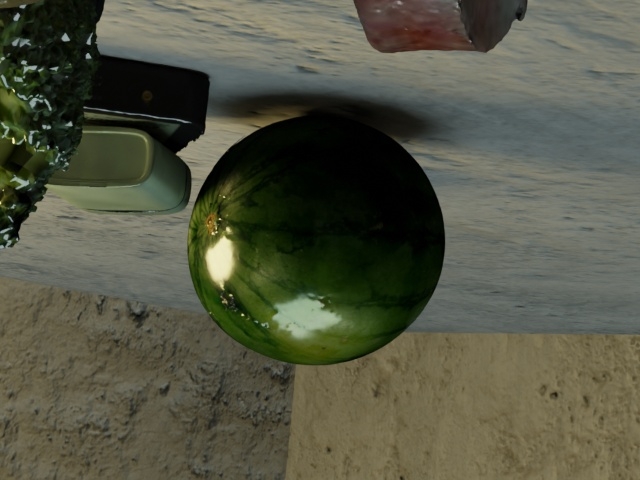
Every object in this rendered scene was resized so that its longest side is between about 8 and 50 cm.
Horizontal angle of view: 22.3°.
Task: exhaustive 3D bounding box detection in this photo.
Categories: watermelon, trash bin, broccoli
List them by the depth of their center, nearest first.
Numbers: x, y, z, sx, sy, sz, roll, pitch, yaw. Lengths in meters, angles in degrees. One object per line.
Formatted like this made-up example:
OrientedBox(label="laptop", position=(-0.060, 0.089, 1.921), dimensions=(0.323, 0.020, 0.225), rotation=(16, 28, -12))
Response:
OrientedBox(label="broccoli", position=(-0.319, -0.111, 0.992), dimensions=(0.361, 0.221, 0.252), rotation=(6, 174, -2))
OrientedBox(label="trash bin", position=(-0.186, -0.061, 1.460), dimensions=(0.116, 0.059, 0.130), rotation=(1, 171, 10))
OrientedBox(label="watermelon", position=(-0.004, 0.000, 1.529), dimensions=(0.242, 0.242, 0.242), rotation=(5, 172, 1))

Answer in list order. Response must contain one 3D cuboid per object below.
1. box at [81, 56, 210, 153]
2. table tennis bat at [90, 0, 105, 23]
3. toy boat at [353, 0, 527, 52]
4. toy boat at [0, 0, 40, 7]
OrientedBox(label="box", position=(-0.287, -0.129, 1.449), dimensions=(0.350, 0.058, 0.211), rotation=(8, 170, -17))
OrientedBox(label="table tennis bat", position=(-0.275, -0.180, 1.187), dimensions=(0.236, 0.027, 0.150), rotation=(5, 172, 7))
OrientedBox(label="toy boat", position=(-0.035, -0.180, 0.916), dimensions=(0.282, 0.096, 0.206), rotation=(15, 172, 23))
OrientedBox(label="toy boat", position=(-0.177, -0.182, 0.803), dimensions=(0.188, 0.116, 0.061), rotation=(11, 164, -26))
